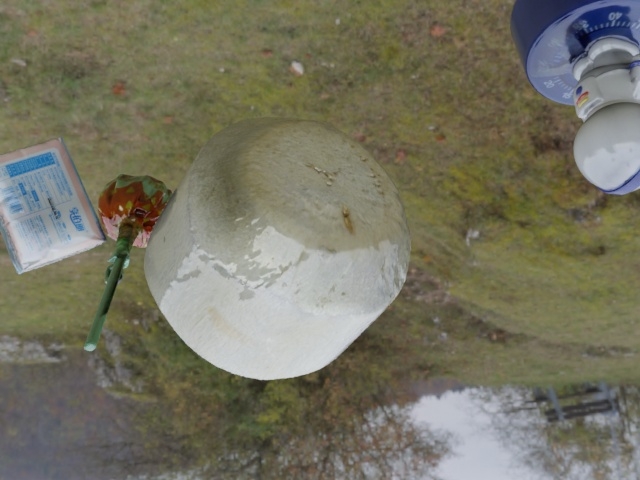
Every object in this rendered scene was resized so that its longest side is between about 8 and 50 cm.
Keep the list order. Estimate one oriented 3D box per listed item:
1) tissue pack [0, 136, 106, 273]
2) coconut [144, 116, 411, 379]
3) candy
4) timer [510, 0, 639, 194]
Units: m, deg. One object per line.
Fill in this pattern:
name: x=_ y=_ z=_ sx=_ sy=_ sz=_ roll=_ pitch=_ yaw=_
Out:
tissue pack: x=-0.228 y=-0.029 z=0.536 sx=0.074 sy=0.094 sz=0.059 roll=-23 pitch=-174 yaw=-26
coconut: x=-0.050 y=0.017 z=0.663 sx=0.238 sy=0.237 sz=0.266 roll=1 pitch=150 yaw=-28
candy: x=-0.201 y=0.017 z=0.674 sx=0.084 sy=0.078 sz=0.287 roll=0 pitch=-149 yaw=-7
timer: x=0.452 y=-0.242 z=1.031 sx=0.271 sy=0.383 sz=0.270 roll=2 pitch=151 yaw=1
